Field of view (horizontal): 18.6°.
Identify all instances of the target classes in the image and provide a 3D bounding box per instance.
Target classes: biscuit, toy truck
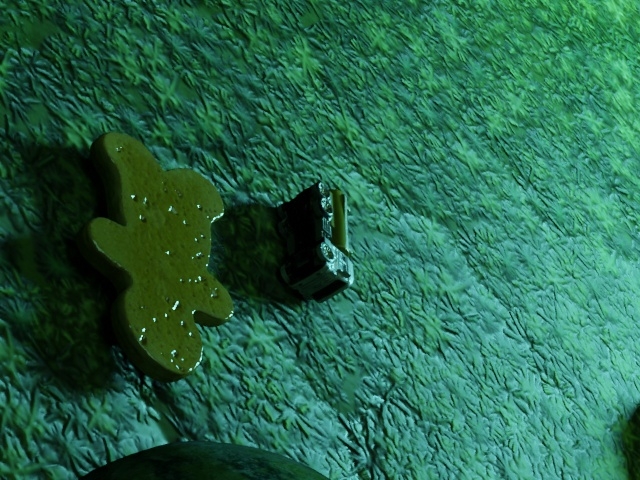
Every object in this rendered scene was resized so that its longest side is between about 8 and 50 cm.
[{"bbox_3d":[-0.138,0.019,1.610,0.158,0.035,0.240,31,38,-30],"label":"biscuit"},{"bbox_3d":[0.000,0.000,1.797,0.063,0.052,0.123,38,33,-36],"label":"toy truck"}]

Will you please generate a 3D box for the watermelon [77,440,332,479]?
[{"bbox_3d":[-0.087,0.229,1.388,0.256,0.176,0.260,1,51,-6],"label":"watermelon"}]
